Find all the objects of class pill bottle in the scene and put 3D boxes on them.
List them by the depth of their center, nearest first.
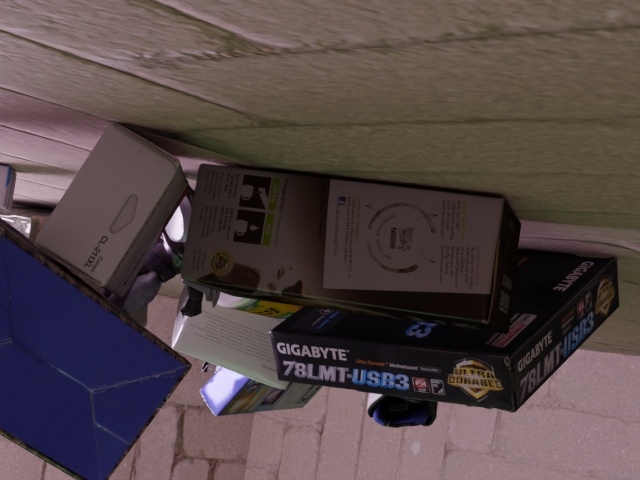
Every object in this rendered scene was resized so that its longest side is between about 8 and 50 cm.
[{"bbox_3d":[-0.068,0.044,1.767,0.117,0.118,0.208,6,174,28],"label":"pill bottle"}]

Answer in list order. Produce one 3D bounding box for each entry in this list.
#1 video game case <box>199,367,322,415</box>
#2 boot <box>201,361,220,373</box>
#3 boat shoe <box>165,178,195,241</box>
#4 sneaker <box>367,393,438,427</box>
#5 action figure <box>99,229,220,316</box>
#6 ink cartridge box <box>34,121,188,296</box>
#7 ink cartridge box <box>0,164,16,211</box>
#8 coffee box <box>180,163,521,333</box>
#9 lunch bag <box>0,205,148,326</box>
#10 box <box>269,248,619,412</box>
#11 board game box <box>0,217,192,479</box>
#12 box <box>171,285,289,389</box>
[{"bbox_3d":[-0.038,0.183,2.216,0.244,0.269,0.061,4,-137,-54],"label":"video game case"},{"bbox_3d":[-0.082,0.162,2.374,0.262,0.229,0.091,6,174,30],"label":"boot"},{"bbox_3d":[-0.140,-0.038,1.335,0.040,0.049,0.142,0,-159,-20],"label":"boat shoe"},{"bbox_3d":[0.114,0.184,2.005,0.127,0.182,0.315,10,-175,-10],"label":"sneaker"},{"bbox_3d":[-0.198,0.044,1.466,0.099,0.285,0.185,56,166,-23],"label":"action figure"},{"bbox_3d":[-0.183,-0.024,1.183,0.072,0.127,0.175,32,173,0],"label":"ink cartridge box"},{"bbox_3d":[-0.377,-0.061,1.548,0.028,0.048,0.083,9,175,-5],"label":"ink cartridge box"},{"bbox_3d":[0.037,0.011,1.282,0.297,0.119,0.168,7,174,16],"label":"coffee box"},{"bbox_3d":[-0.423,0.032,1.976,0.235,0.169,0.287,10,-177,-44],"label":"lunch bag"},{"bbox_3d":[0.144,0.085,1.472,0.293,0.073,0.295,3,-158,34],"label":"box"},{"bbox_3d":[-0.297,0.065,1.204,0.232,0.141,0.291,41,172,-36],"label":"board game box"},{"bbox_3d":[-0.111,0.104,1.940,0.181,0.119,0.181,21,-160,-11],"label":"box"}]
